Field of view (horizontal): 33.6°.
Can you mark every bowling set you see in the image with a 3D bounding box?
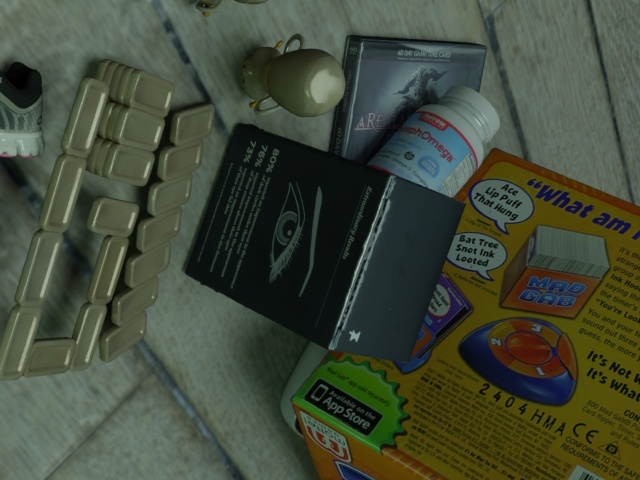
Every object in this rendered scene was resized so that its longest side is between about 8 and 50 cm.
[{"bbox_3d":[-0.043,-0.260,0.853,0.199,0.154,0.287,25,91,-29],"label":"bowling set"}]

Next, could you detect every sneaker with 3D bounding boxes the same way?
[{"bbox_3d":[-0.263,-0.102,0.740,0.170,0.063,0.075,0,108,-50],"label":"sneaker"}]

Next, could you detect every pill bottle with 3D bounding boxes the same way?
[{"bbox_3d":[0.106,-0.078,1.058,0.160,0.087,0.087,-48,134,-19],"label":"pill bottle"}]

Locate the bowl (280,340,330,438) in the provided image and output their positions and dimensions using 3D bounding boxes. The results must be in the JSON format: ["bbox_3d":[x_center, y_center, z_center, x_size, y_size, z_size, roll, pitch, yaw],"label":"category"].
[{"bbox_3d":[0.021,0.149,1.137,0.142,0.053,0.142,32,84,-47],"label":"bowl"}]

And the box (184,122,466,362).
[{"bbox_3d":[0.000,0.000,0.935,0.108,0.207,0.153,16,96,-47],"label":"box"}]

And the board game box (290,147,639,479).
[{"bbox_3d":[0.242,0.197,1.081,0.356,0.356,0.356,-49,148,-24],"label":"board game box"}]

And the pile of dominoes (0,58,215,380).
[{"bbox_3d":[-0.179,-0.016,0.862,0.196,0.040,0.251,9,100,-68],"label":"pile of dominoes"}]

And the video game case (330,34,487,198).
[{"bbox_3d":[0.083,-0.074,1.120,0.196,0.026,0.274,-7,113,-43],"label":"video game case"}]
